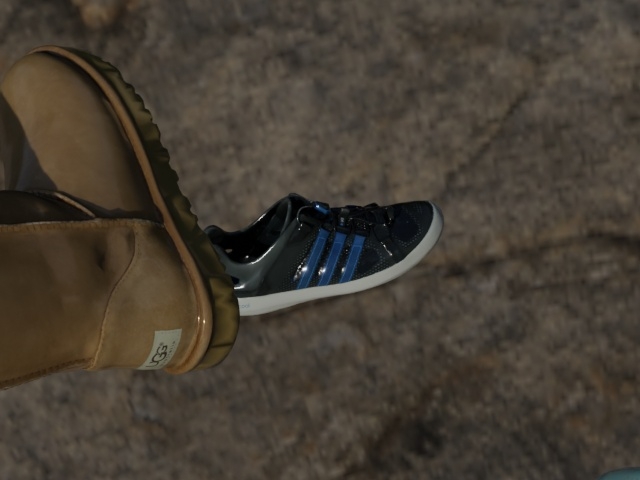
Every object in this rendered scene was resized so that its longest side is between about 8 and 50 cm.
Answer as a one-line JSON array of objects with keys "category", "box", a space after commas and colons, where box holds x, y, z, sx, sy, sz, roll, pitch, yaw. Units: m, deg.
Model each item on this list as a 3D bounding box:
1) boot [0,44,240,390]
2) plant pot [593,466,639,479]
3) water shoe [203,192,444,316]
[{"category": "boot", "box": [-0.195, -0.014, 0.885, 0.269, 0.089, 0.236, -4, 44, -40]}, {"category": "plant pot", "box": [0.152, 0.218, 0.587, 0.271, 0.271, 0.255, 10, 74, 23]}, {"category": "water shoe", "box": [0.000, 0.000, 1.452, 0.203, 0.080, 0.073, -20, 36, 0]}]
